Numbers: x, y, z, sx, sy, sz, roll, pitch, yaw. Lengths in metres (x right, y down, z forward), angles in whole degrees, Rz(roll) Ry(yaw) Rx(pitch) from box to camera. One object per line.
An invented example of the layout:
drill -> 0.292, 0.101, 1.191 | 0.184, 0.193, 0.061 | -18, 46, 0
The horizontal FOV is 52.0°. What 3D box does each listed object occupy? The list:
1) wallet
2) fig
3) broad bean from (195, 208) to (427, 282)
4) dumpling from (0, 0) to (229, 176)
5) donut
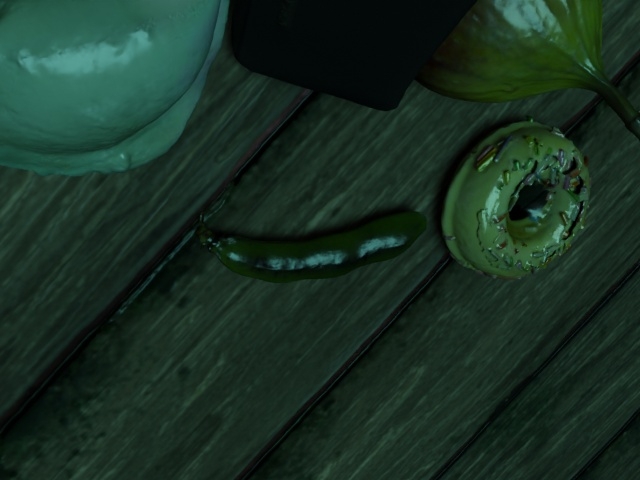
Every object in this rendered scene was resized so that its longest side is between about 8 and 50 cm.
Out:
wallet -> 0.020, -0.156, 0.420 | 0.149, 0.250, 0.044 | 14, 75, -12
fig -> 0.170, -0.157, 0.527 | 0.231, 0.143, 0.160 | 40, 89, -11
broad bean -> -0.001, 0.005, 0.603 | 0.227, 0.039, 0.069 | -2, 109, -25
dumpling -> -0.146, -0.120, 0.446 | 0.217, 0.149, 0.104 | -33, 86, -16
donut -> 0.203, -0.035, 0.664 | 0.175, 0.068, 0.174 | -10, 118, -20
